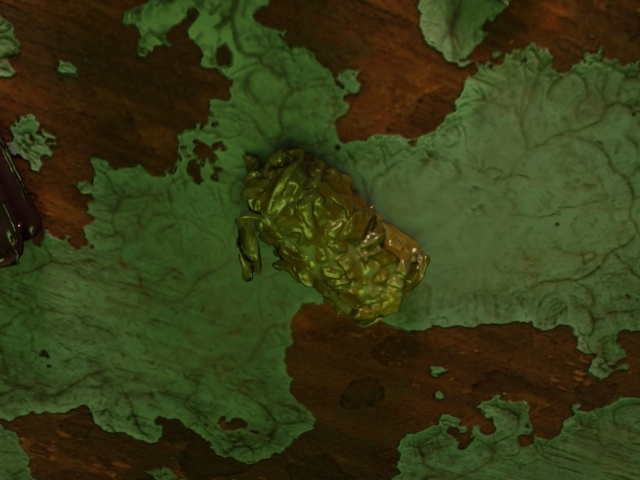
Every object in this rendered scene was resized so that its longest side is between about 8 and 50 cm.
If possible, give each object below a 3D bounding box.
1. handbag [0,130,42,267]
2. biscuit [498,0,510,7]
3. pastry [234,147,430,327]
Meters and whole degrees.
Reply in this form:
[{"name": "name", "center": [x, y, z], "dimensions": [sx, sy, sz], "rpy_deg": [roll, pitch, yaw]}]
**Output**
[{"name": "handbag", "center": [-0.444, -0.064, 0.703], "dimensions": [0.203, 0.074, 0.216], "rpy_deg": [-11, 117, 4]}, {"name": "biscuit", "center": [0.132, -0.350, 0.588], "dimensions": [0.250, 0.032, 0.133], "rpy_deg": [36, 111, -18]}, {"name": "pastry", "center": [0.000, 0.000, 0.735], "dimensions": [0.250, 0.102, 0.154], "rpy_deg": [38, 108, -22]}]
